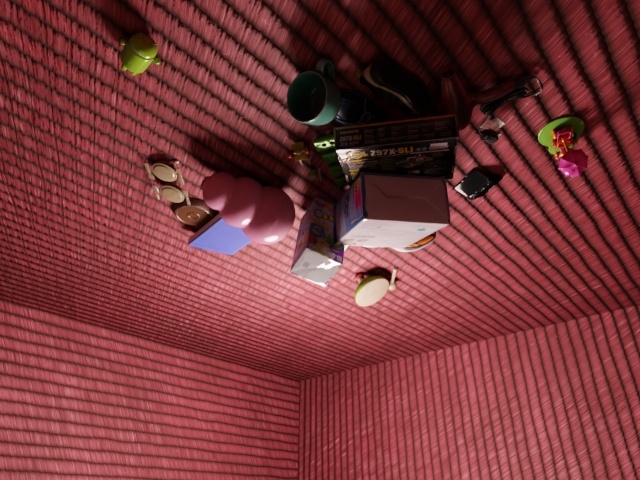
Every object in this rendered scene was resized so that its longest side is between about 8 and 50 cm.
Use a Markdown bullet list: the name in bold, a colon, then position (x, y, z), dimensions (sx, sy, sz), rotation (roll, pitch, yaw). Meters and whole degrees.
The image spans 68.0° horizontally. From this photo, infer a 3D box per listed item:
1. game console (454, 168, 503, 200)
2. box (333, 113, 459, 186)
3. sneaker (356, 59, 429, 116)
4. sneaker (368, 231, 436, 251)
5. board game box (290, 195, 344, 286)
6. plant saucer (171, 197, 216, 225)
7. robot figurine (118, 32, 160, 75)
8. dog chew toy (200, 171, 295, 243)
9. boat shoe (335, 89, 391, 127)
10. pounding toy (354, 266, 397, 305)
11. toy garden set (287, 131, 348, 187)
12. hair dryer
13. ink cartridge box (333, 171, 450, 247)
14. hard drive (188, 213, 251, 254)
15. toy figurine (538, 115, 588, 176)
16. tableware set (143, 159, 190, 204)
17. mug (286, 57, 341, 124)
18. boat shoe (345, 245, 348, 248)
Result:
- **game console**: position (0.553, -0.202, 1.659), dimensions (0.107, 0.071, 0.122), rotation (-19, 161, -30)
- **box**: position (0.218, -0.243, 1.344), dimensions (0.321, 0.079, 0.257), rotation (-4, 160, 12)
- **sneaker**: position (0.196, -0.406, 1.270), dimensions (0.234, 0.084, 0.097), rotation (25, 165, -34)
- **sneaker**: position (0.285, -0.048, 1.810), dimensions (0.321, 0.125, 0.180), rotation (-3, 151, 5)
- **board game box**: position (0.000, 0.000, 1.698), dimensions (0.142, 0.275, 0.144), rotation (23, 133, -14)
- **plant saucer**: position (-0.483, -0.103, 1.808), dimensions (0.168, 0.029, 0.168), rotation (0, 149, 0)
- **robot figurine**: position (-0.445, -0.458, 1.162), dimensions (0.101, 0.067, 0.115), rotation (23, 142, -36)
- **dog chew toy**: position (-0.252, -0.122, 1.622), dimensions (0.331, 0.207, 0.206), rotation (27, 141, -26)
- **boat shoe**: position (0.131, -0.338, 1.347), dimensions (0.258, 0.089, 0.109), rotation (19, 145, -30)
- **pounding toy**: position (0.248, 0.203, 2.289), dimensions (0.236, 0.110, 0.183), rotation (-26, 140, -13)
- **toy garden set**: position (0.026, -0.258, 1.530), dimensions (0.203, 0.049, 0.244), rotation (-12, 149, 16)
- **hair dryer**: position (0.434, -0.395, 1.297), dimensions (0.293, 0.080, 0.224), rotation (10, 133, -27)
- **ink cartridge box**: position (0.198, -0.075, 1.526), dimensions (0.269, 0.151, 0.395), rotation (3, 165, -13)
- **hard drive**: position (-0.356, -0.034, 1.890), dimensions (0.210, 0.040, 0.318), rotation (15, 147, -39)
- **toy figurine**: position (0.740, -0.255, 1.423), dimensions (0.130, 0.159, 0.173), rotation (-12, 148, 19)
- **tableware set**: position (-0.516, -0.205, 1.626), dimensions (0.128, 0.039, 0.194), rotation (10, 144, 6)
- **mug**: position (0.000, -0.377, 1.244), dimensions (0.157, 0.130, 0.097), rotation (-34, 165, 31)
- **boat shoe**: position (0.049, 0.065, 2.018), dimensions (0.098, 0.096, 0.277), rotation (3, 154, -28)
